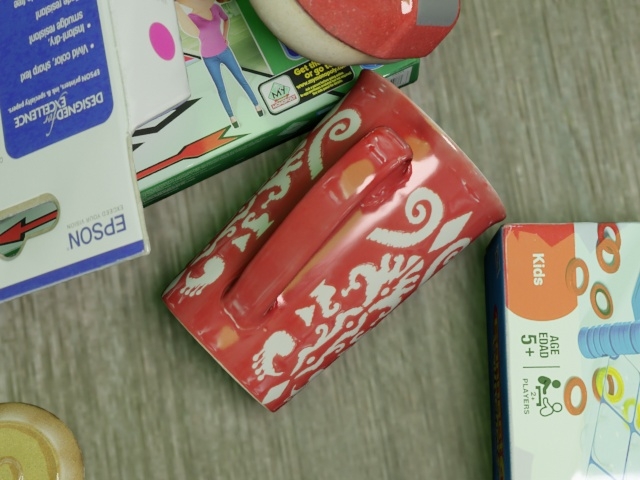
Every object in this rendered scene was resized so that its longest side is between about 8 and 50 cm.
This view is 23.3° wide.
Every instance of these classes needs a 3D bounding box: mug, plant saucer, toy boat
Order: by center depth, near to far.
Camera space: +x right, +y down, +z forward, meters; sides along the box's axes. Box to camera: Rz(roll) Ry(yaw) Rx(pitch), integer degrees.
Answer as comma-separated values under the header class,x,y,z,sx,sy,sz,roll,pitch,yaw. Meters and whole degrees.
class,x,y,z,sx,sy,sz,roll,pitch,yaw
toy boat,0.014,-0.213,0.818,0.151,0.151,0.231,-36,80,29
mug,-0.005,-0.005,0.842,0.169,0.150,0.113,-44,53,-1
plant saucer,-0.175,0.132,0.874,0.083,0.015,0.083,0,78,0

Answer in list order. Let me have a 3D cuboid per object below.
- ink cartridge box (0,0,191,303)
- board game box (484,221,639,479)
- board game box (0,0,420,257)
class,x,y,z,sx,sy,sz,roll,pitch,yaw
ink cartridge box,-0.167,-0.148,0.819,0.176,0.069,0.371,-18,75,33
board game box,0.248,0.144,0.841,0.302,0.086,0.308,-1,78,-1
board game box,-0.130,-0.125,0.915,0.317,0.046,0.213,-26,80,-6
